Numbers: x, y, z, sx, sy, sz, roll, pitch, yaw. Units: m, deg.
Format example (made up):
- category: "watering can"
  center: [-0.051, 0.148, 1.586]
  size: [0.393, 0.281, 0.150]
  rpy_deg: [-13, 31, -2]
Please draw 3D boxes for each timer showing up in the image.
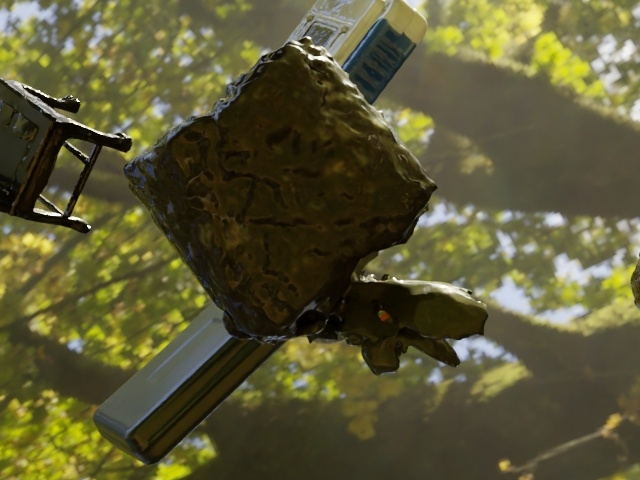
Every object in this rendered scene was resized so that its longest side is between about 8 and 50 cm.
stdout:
- category: "timer"
  center: [0.017, -0.229, 1.642]
  size: [0.078, 0.253, 0.178]
  rpy_deg: [38, -91, -24]

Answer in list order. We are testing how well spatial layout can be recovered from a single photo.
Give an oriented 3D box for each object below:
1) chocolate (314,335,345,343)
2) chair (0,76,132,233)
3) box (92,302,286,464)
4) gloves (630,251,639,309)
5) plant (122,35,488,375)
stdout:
- category: "chocolate"
  center: [0.045, 0.113, 1.930]
  size: [0.167, 0.072, 0.072]
  rpy_deg: [1, -116, -11]
- category: "chair"
  center: [-0.300, -0.083, 1.207]
  size: [0.106, 0.113, 0.229]
  rpy_deg: [33, -167, 38]
- category: "box"
  center: [-0.126, 0.133, 1.401]
  size: [0.230, 0.160, 0.050]
  rpy_deg: [-43, -73, -17]
- category: "gloves"
  center: [0.459, 0.051, 1.646]
  size: [0.154, 0.331, 0.141]
  rpy_deg: [30, -98, 9]
- category: "plant"
  center: [0.000, 0.000, 1.140]
  size: [0.312, 0.213, 0.215]
  rpy_deg: [55, 180, -12]
